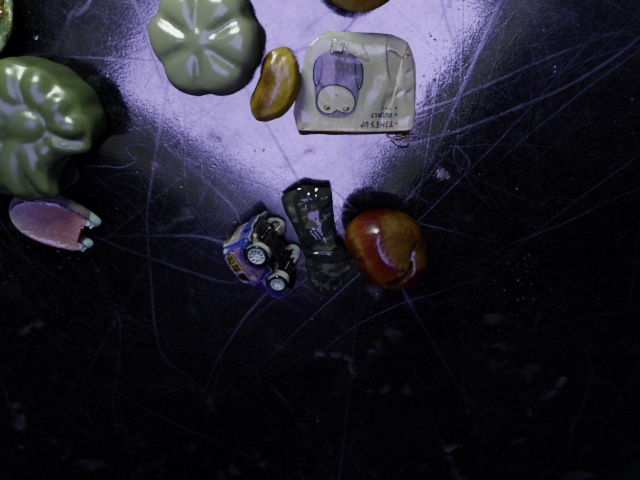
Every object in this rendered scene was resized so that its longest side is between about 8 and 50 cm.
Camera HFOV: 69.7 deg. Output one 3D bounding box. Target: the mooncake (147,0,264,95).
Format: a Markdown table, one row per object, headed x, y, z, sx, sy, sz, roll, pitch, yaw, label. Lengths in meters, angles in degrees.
| x | y | z | sx | sy | sz | roll | pitch | yaw | label |
| --- | --- | --- | --- | --- | --- | --- | --- | --- | --- |
| -0.270 | -0.475 | 1.093 | 0.275 | 0.135 | 0.274 | 1 | 114 | 3 | mooncake |

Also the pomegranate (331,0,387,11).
| x | y | z | sx | sy | sz | roll | pitch | yaw | label |
| --- | --- | --- | --- | --- | --- | --- | --- | --- | --- |
| 0.091 | -0.622 | 0.992 | 0.233 | 0.233 | 0.233 | 0 | 112 | -1 | pomegranate |

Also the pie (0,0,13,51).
| x | y | z | sx | sy | sz | roll | pitch | yaw | label |
| --- | --- | --- | --- | --- | --- | --- | --- | --- | --- |
| -0.852 | -0.554 | 1.054 | 0.324 | 0.070 | 0.323 | 2 | 103 | 7 | pie |

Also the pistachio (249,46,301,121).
| x | y | z | sx | sy | sz | roll | pitch | yaw | label |
| --- | --- | --- | --- | --- | --- | --- | --- | --- | --- |
| -0.107 | -0.384 | 1.147 | 0.110 | 0.100 | 0.189 | 21 | 112 | -5 | pistachio |

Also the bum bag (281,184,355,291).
| x | y | z | sx | sy | sz | roll | pitch | yaw | label |
| --- | --- | --- | --- | --- | --- | --- | --- | --- | --- |
| 0.000 | 0.000 | 1.316 | 0.144 | 0.095 | 0.340 | -12 | 110 | 14 | bum bag |

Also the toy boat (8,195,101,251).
| x | y | z | sx | sy | sz | roll | pitch | yaw | label |
| --- | --- | --- | --- | --- | --- | --- | --- | --- | --- |
| -0.743 | -0.064 | 1.291 | 0.228 | 0.085 | 0.155 | 21 | 119 | -22 | toy boat |

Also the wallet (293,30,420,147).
| x | y | z | sx | sy | sz | roll | pitch | yaw | label |
| --- | --- | --- | --- | --- | --- | --- | --- | --- | --- |
| 0.098 | -0.382 | 1.172 | 0.336 | 0.068 | 0.274 | 2 | 115 | 0 | wallet |

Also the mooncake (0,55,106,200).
| x | y | z | sx | sy | sz | roll | pitch | yaw | label |
| --- | --- | --- | --- | --- | --- | --- | --- | --- | --- |
| -0.726 | -0.282 | 1.136 | 0.352 | 0.187 | 0.351 | 0 | 114 | 1 | mooncake |

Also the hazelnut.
| x | y | z | sx | sy | sz | roll | pitch | yaw | label |
| --- | --- | --- | --- | --- | --- | --- | --- | --- | --- |
| 0.178 | 0.019 | 1.274 | 0.217 | 0.217 | 0.251 | -43 | 122 | 15 | hazelnut |

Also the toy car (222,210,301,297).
| x | y | z | sx | sy | sz | roll | pitch | yaw | label |
| --- | --- | --- | --- | --- | --- | --- | --- | --- | --- |
| -0.166 | 0.052 | 1.305 | 0.158 | 0.172 | 0.235 | -19 | 115 | 24 | toy car |
